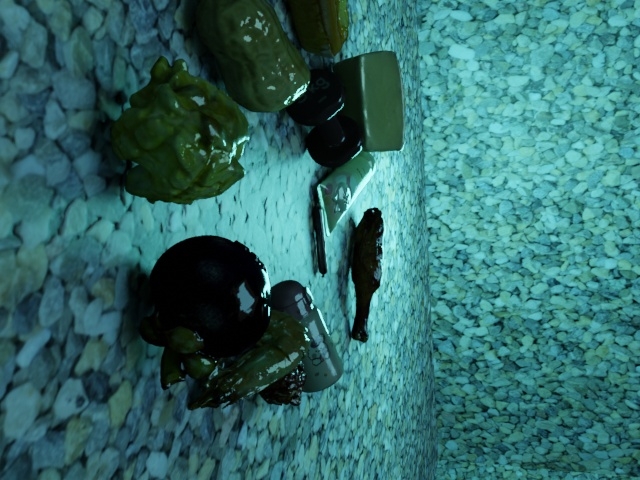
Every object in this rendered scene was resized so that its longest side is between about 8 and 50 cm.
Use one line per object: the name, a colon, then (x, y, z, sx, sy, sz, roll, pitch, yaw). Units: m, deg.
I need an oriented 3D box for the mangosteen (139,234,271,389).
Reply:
mangosteen: (-0.172, 0.103, 1.078, 0.230, 0.194, 0.194, -55, 154, -10)

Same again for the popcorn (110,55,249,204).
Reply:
popcorn: (-0.188, -0.142, 1.009, 0.187, 0.167, 0.185, 61, 32, -52)

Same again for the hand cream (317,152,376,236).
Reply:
hand cream: (0.058, -0.146, 1.988, 0.306, 0.093, 0.147, -52, 139, -50)

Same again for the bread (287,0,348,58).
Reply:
bread: (-0.011, -0.555, 1.674, 0.288, 0.119, 0.152, 74, 27, -44)

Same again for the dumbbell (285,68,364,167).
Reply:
dumbbell: (0.011, -0.273, 1.710, 0.124, 0.140, 0.225, 50, -5, 30)

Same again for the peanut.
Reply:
peanut: (-0.112, -0.312, 1.293, 0.291, 0.143, 0.159, 48, 35, -63)

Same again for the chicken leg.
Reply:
chicken leg: (0.130, 0.095, 2.209, 0.158, 0.096, 0.407, 106, -10, -78)

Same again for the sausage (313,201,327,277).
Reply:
sausage: (0.000, 0.000, 1.872, 0.028, 0.025, 0.198, -125, -151, -69)

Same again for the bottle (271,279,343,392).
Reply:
bottle: (-0.038, 0.191, 1.551, 0.110, 0.110, 0.233, -58, 131, -60)

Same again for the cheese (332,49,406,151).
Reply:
cheese: (0.118, -0.347, 1.910, 0.265, 0.124, 0.242, -146, -127, -75)

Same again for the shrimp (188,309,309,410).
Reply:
shrimp: (-0.130, 0.203, 1.293, 0.267, 0.145, 0.061, -41, 161, -36)

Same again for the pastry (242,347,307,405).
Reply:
pastry: (-0.091, 0.237, 1.446, 0.208, 0.115, 0.097, 75, 34, -46)
